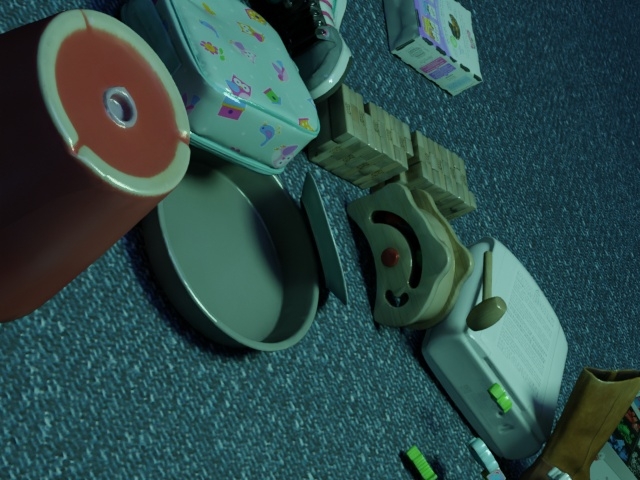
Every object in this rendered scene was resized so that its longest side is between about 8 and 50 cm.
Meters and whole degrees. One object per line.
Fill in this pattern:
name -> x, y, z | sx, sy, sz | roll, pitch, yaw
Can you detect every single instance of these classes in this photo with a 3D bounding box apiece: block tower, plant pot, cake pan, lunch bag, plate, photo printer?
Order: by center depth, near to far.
plant pot -> -0.277, -0.086, 1.253 | 0.275, 0.243, 0.275 | 35, 42, -39
cake pan -> -0.114, 0.007, 1.602 | 0.293, 0.054, 0.293 | 34, 43, -39
lunch bag -> -0.136, -0.220, 1.624 | 0.224, 0.108, 0.279 | 19, 34, -41
plate -> 0.000, 0.000, 1.726 | 0.188, 0.024, 0.188 | 163, -90, -86
block tower -> 0.108, -0.125, 1.981 | 0.335, 0.091, 0.097 | 28, 48, -45
photo printer -> 0.284, 0.155, 2.026 | 0.256, 0.107, 0.307 | 53, 33, -19

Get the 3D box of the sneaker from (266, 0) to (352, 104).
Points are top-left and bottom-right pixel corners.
sneaker -> -0.038, -0.346, 1.887 | 0.178, 0.124, 0.295 | 46, 28, -35

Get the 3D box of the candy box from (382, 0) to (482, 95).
candy box -> 0.200, -0.376, 2.308 | 0.196, 0.070, 0.165 | 27, 48, -44

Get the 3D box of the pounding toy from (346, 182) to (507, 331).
pounding toy -> 0.155, 0.047, 1.896 | 0.155, 0.154, 0.269 | 11, 41, -52

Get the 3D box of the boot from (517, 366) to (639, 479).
boot -> 0.413, 0.314, 1.964 | 0.264, 0.280, 0.096 | 14, 17, -42

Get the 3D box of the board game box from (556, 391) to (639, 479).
board game box -> 0.525, 0.413, 2.116 | 0.053, 0.193, 0.305 | 9, 62, -53

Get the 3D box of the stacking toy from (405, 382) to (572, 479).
stacking toy -> 0.245, 0.330, 1.803 | 0.221, 0.167, 0.052 | 55, -10, -16
